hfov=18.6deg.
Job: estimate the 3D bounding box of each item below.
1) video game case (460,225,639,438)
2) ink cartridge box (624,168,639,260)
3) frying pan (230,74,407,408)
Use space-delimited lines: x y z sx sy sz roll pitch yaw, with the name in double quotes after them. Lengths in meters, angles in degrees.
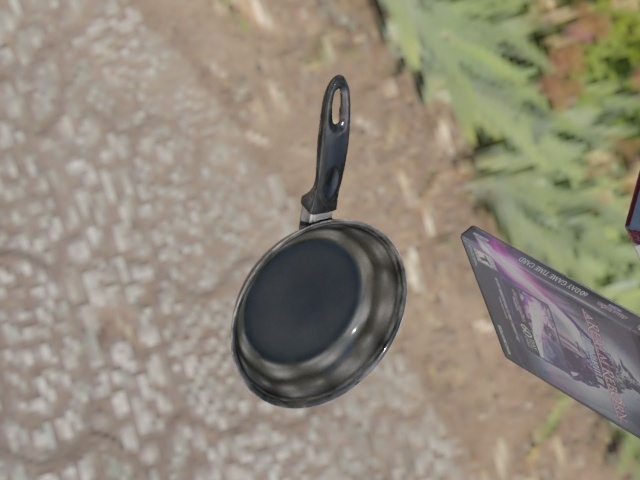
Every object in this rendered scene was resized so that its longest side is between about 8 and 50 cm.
0.268 0.107 2.048 0.026 0.274 0.196 -39 132 -18 "video game case"
0.318 -0.026 1.704 0.150 0.063 0.109 52 52 -62 "ink cartridge box"
-0.023 0.017 1.829 0.053 0.197 0.326 35 -28 50 "frying pan"
